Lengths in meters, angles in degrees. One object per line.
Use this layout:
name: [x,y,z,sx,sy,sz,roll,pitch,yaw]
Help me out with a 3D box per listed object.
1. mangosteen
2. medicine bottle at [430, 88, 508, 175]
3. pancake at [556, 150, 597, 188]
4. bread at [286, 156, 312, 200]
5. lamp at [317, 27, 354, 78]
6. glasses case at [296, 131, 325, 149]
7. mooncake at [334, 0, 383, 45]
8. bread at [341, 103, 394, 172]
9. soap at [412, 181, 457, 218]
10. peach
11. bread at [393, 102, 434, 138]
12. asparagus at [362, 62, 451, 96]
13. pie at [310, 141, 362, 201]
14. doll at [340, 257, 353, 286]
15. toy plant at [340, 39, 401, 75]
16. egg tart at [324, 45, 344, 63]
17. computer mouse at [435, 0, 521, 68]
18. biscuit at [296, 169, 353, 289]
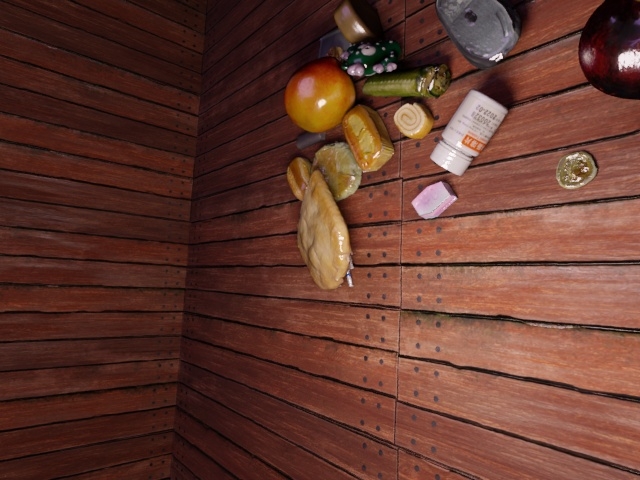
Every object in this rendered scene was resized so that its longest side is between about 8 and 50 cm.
mangosteen: [0.746,-0.467,0.962,0.297,0.293,0.296,-20,61,40]
medicine bottle: [0.475,-0.347,1.383,0.252,0.145,0.144,-57,46,25]
pancake: [0.705,-0.196,1.181,0.108,0.017,0.107,-8,79,45]
bread: [-0.087,-0.296,2.076,0.140,0.106,0.236,-47,52,32]
lamp: [0.075,-0.870,2.022,0.267,0.047,0.268,8,90,50]
glasses case: [-0.047,-0.510,2.117,0.191,0.042,0.071,-9,69,49]
mooncake: [0.153,-0.917,1.798,0.117,0.235,0.234,-27,64,44]
bread: [0.192,-0.420,1.755,0.152,0.120,0.288,-45,52,41]
soap: [0.397,-0.141,1.510,0.149,0.056,0.100,-46,49,35]
peach: [0.002,-0.643,1.877,0.332,0.308,0.307,-58,45,37]
bread: [0.356,-0.452,1.604,0.122,0.073,0.149,-48,53,28]
asparagus: [0.318,-0.611,1.642,0.382,0.108,0.128,24,82,52]
pie: [0.067,-0.302,1.904,0.307,0.071,0.305,-10,76,43]
doll: [0.102,0.085,1.829,0.114,0.057,0.227,-10,86,55]
toy plant: [0.197,-0.721,1.689,0.244,0.112,0.232,-4,45,10]
egg tart: [0.065,-0.819,1.947,0.130,0.052,0.130,-9,78,48]
computer mouse: [0.523,-0.721,1.410,0.203,0.114,0.373,-42,62,35]
biscuit: [-0.001,0.000,1.838,0.429,0.104,0.445,113,143,-46]
